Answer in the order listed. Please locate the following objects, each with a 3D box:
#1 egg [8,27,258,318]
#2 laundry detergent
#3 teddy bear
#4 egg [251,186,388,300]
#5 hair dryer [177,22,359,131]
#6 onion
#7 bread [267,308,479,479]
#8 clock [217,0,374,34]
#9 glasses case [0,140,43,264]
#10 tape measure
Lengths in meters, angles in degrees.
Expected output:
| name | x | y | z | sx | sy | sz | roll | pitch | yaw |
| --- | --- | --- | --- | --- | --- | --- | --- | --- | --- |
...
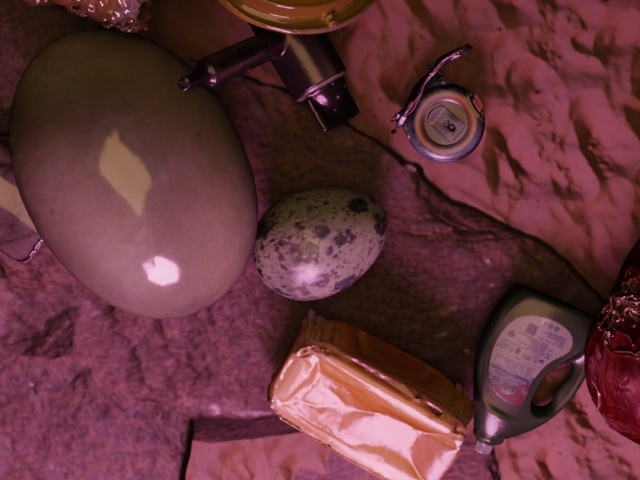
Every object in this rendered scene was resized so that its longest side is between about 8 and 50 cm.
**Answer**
| name | x | y | z | sx | sy | sz | roll | pitch | yaw |
| --- | --- | --- | --- | --- | --- | --- | --- | --- | --- |
| egg | -0.214 | -0.077 | 1.542 | 0.258 | 0.258 | 0.352 | -23 | 91 | 4 |
| laundry detergent | 0.250 | 0.169 | 1.639 | 0.137 | 0.063 | 0.211 | 22 | 96 | -6 |
| teddy bear | -0.253 | -0.327 | 1.528 | 0.267 | 0.256 | 0.156 | -19 | 114 | -9 |
| egg | 0.000 | 0.000 | 1.601 | 0.172 | 0.132 | 0.132 | -25 | 93 | -6 |
| hair dryer | -0.071 | -0.193 | 1.548 | 0.078 | 0.248 | 0.195 | -28 | 94 | 44 |
| onion | 0.423 | 0.109 | 1.555 | 0.281 | 0.221 | 0.281 | 0 | 90 | -28 |
| bread | 0.062 | 0.195 | 1.620 | 0.241 | 0.107 | 0.136 | 29 | 116 | 0 |
| clock | -0.034 | -0.346 | 1.552 | 0.237 | 0.057 | 0.237 | 6 | 61 | -10 |
| glasses case | -0.452 | -0.098 | 1.631 | 0.299 | 0.060 | 0.114 | 34 | 93 | -7 |
| tape measure | 0.152 | -0.152 | 1.567 | 0.107 | 0.180 | 0.104 | 37 | 79 | 0 |
